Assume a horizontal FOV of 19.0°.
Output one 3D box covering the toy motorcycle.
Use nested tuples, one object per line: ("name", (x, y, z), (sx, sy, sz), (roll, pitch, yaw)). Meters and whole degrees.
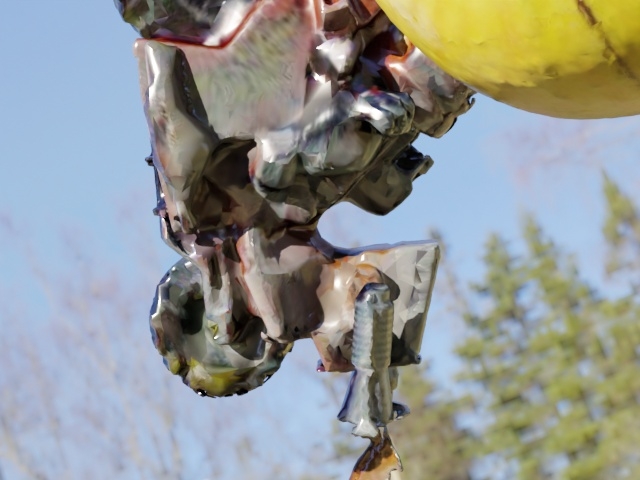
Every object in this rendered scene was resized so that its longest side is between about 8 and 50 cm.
("toy motorcycle", (0.000, 0.000, 1.080), (0.207, 0.400, 0.134), (-6, 7, 0))

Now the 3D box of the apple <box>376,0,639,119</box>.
("apple", (0.139, -0.191, 0.835), (0.286, 0.286, 0.233), (-31, -7, 30))
